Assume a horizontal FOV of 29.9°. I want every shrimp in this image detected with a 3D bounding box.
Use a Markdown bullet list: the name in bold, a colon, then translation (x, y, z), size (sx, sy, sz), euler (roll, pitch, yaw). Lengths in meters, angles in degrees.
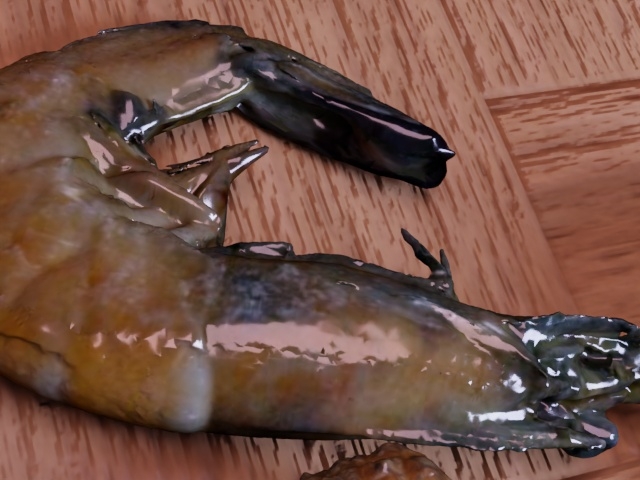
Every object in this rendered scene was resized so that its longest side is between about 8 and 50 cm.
- **shrimp**: translation (0.000, 0.000, 0.655), size (0.445, 0.085, 0.272), euler (15, 52, 0)

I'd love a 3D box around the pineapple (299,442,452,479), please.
- **pineapple**: translation (-0.035, 0.175, 0.512), size (0.237, 0.119, 0.111), euler (-23, 55, -24)
